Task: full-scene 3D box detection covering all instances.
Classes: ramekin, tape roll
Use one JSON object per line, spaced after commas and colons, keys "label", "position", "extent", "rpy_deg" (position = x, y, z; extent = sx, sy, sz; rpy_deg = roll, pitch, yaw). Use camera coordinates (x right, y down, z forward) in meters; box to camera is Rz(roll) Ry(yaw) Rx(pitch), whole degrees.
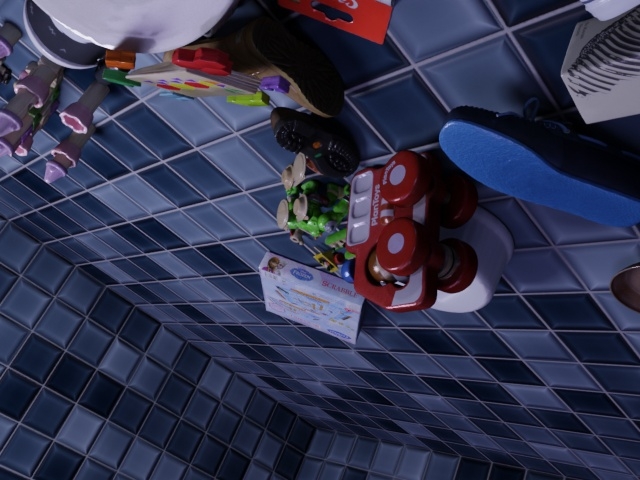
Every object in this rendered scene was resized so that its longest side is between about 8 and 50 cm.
{"label": "ramekin", "position": [0.255, 0.037, 1.322], "extent": [0.277, 0.135, 0.277], "rpy_deg": [20, 153, 10]}
{"label": "tape roll", "position": [-0.260, -0.442, 0.804], "extent": [0.391, 0.072, 0.392], "rpy_deg": [8, 127, 11]}

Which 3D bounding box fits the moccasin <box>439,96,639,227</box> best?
{"label": "moccasin", "position": [0.348, -0.128, 0.969], "extent": [0.341, 0.117, 0.138], "rpy_deg": [24, 154, -5]}

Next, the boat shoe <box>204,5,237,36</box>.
{"label": "boat shoe", "position": [-0.234, -0.431, 0.947], "extent": [0.096, 0.088, 0.267], "rpy_deg": [4, 146, 37]}

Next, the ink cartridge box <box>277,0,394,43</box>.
{"label": "ink cartridge box", "position": [0.019, -0.374, 0.873], "extent": [0.189, 0.066, 0.232], "rpy_deg": [23, 149, 5]}

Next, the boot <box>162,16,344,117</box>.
{"label": "boot", "position": [-0.118, -0.294, 1.112], "extent": [0.269, 0.089, 0.236], "rpy_deg": [3, 153, 48]}

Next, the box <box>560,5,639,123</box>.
{"label": "box", "position": [0.434, -0.226, 0.719], "extent": [0.275, 0.113, 0.094], "rpy_deg": [-7, 138, 45]}

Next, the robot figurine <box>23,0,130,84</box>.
{"label": "robot figurine", "position": [-0.388, -0.398, 1.055], "extent": [0.173, 0.209, 0.278], "rpy_deg": [23, 159, -36]}

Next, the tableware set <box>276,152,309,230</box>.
{"label": "tableware set", "position": [-0.057, -0.104, 1.323], "extent": [0.020, 0.169, 0.141], "rpy_deg": [6, 174, -25]}

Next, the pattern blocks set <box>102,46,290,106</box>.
{"label": "pattern blocks set", "position": [-0.195, -0.252, 0.969], "extent": [0.324, 0.026, 0.285], "rpy_deg": [9, -178, 34]}

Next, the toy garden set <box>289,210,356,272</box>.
{"label": "toy garden set", "position": [0.000, 0.000, 1.571], "extent": [0.244, 0.049, 0.203], "rpy_deg": [35, 152, -19]}

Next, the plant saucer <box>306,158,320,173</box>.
{"label": "plant saucer", "position": [0.003, -0.167, 1.306], "extent": [0.083, 0.013, 0.083], "rpy_deg": [21, 153, 11]}

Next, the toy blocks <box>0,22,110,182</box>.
{"label": "toy blocks", "position": [-0.694, -0.282, 1.424], "extent": [0.308, 0.260, 0.288], "rpy_deg": [33, 153, -15]}

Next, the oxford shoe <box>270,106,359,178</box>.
{"label": "oxford shoe", "position": [-0.007, -0.195, 1.205], "extent": [0.083, 0.096, 0.227], "rpy_deg": [-43, 136, 17]}

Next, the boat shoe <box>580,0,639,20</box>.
{"label": "boat shoe", "position": [0.362, -0.324, 0.610], "extent": [0.094, 0.109, 0.302], "rpy_deg": [35, 155, -14]}

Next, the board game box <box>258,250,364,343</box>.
{"label": "board game box", "position": [-0.021, 0.181, 1.899], "extent": [0.318, 0.066, 0.318], "rpy_deg": [20, 153, 10]}

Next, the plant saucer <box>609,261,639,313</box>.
{"label": "plant saucer", "position": [0.657, 0.090, 1.182], "extent": [0.198, 0.036, 0.199], "rpy_deg": [19, 153, 10]}

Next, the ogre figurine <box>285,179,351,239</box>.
{"label": "ogre figurine", "position": [-0.011, -0.072, 1.373], "extent": [0.196, 0.118, 0.097], "rpy_deg": [16, 152, 19]}

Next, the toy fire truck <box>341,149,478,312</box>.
{"label": "toy fire truck", "position": [0.142, -0.013, 1.165], "extent": [0.169, 0.303, 0.253], "rpy_deg": [19, 158, -36]}
